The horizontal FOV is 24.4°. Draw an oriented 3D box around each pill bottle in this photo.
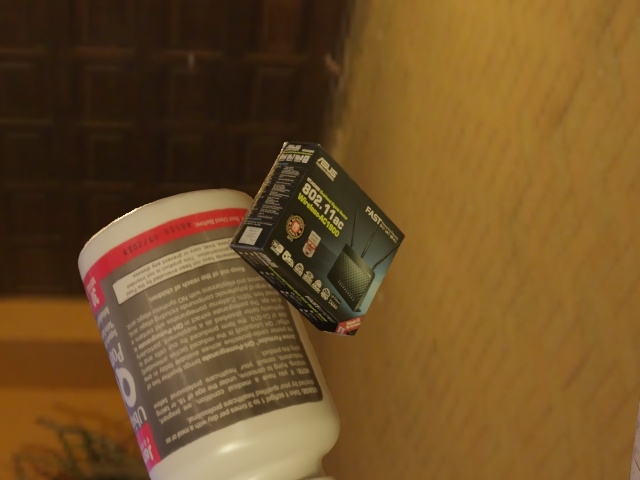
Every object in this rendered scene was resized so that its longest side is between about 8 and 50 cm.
[{"bbox_3d":[-0.087,0.129,1.320,0.176,0.176,0.319,108,142,-69],"label":"pill bottle"}]

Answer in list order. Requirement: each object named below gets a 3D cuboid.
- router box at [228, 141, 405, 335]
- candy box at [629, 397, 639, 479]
[{"bbox_3d":[0.000,0.000,1.077,0.122,0.038,0.092,45,-117,-39],"label":"router box"},{"bbox_3d":[0.342,0.182,1.204,0.070,0.164,0.196,-90,3,-74],"label":"candy box"}]
